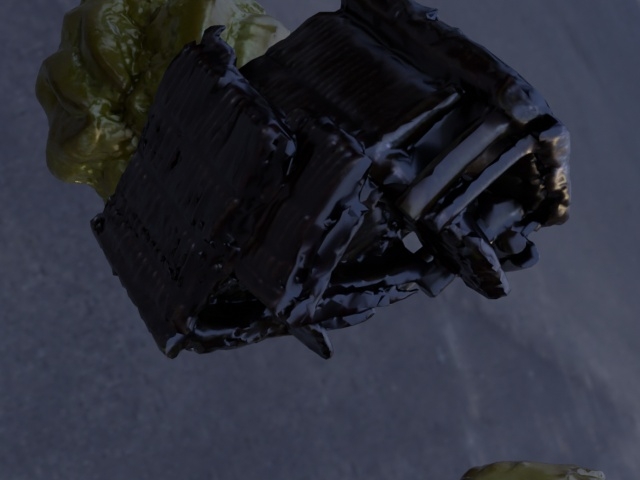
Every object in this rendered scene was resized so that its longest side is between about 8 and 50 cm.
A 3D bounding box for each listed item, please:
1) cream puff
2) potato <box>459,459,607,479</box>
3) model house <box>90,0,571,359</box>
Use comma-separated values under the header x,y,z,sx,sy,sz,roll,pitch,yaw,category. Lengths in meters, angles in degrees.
x,y,z,sx,sy,sz,roll,pitch,yaw,category
-0.178,-0.167,1.647,0.270,0.274,0.323,132,-39,-76,cream puff
0.124,0.276,1.091,0.397,0.290,0.296,56,-1,-33,potato
0.000,0.000,1.076,0.317,0.282,0.297,46,-14,46,model house
